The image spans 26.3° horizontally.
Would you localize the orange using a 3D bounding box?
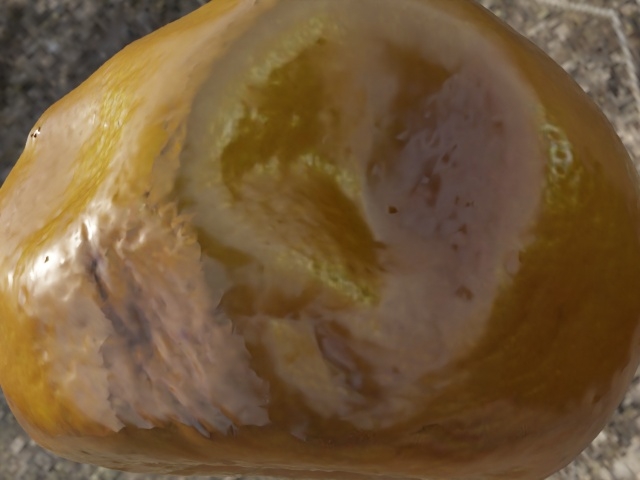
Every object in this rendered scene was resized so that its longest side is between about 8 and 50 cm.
[{"bbox_3d":[0.000,0.000,0.522,0.249,0.249,0.183,-5,77,40],"label":"orange"}]
